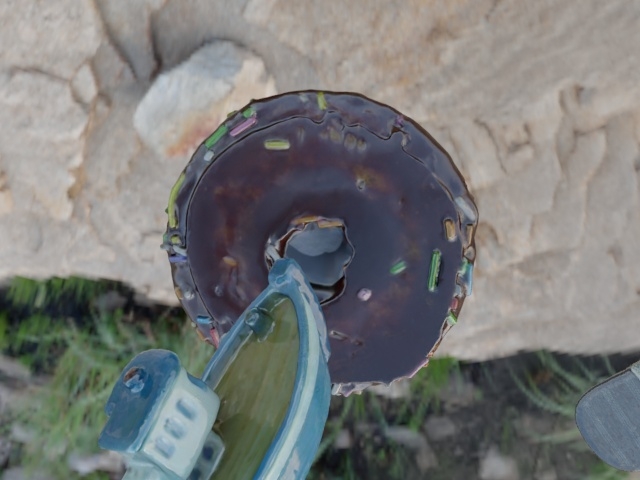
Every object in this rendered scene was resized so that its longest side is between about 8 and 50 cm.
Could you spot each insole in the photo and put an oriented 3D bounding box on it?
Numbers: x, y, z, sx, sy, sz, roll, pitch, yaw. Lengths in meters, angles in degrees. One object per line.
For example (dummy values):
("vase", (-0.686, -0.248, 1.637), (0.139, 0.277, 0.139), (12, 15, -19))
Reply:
("insole", (0.274, 0.091, 0.940), (0.110, 0.012, 0.309), (53, 144, 4))

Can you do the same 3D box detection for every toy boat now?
("toy boat", (-0.061, 0.102, 0.747), (0.088, 0.215, 0.102), (1, 144, 47))

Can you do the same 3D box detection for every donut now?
("donut", (0.000, 0.000, 1.022), (0.235, 0.089, 0.235), (0, 102, 2))
